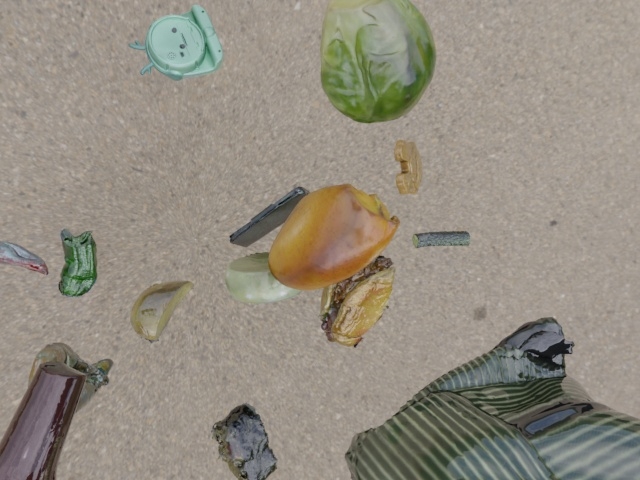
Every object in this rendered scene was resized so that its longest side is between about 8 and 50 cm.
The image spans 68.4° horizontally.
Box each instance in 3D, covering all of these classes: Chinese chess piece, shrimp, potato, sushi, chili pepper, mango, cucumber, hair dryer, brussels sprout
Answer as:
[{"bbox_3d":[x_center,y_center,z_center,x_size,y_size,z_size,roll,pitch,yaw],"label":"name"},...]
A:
[{"bbox_3d":[-0.150,0.098,1.317,0.238,0.238,0.092,-10,104,-15],"label":"Chinese chess piece"},{"bbox_3d":[-0.746,0.412,1.412,0.110,0.445,0.220,-10,82,-5],"label":"shrimp"},{"bbox_3d":[-0.543,0.201,1.561,0.138,0.098,0.243,20,57,10],"label":"potato"},{"bbox_3d":[-0.199,0.516,1.187,0.115,0.147,0.212,-26,117,-30],"label":"sushi"},{"bbox_3d":[-0.579,0.027,0.876,0.153,0.041,0.050,17,45,-2],"label":"chili pepper"},{"bbox_3d":[0.000,0.000,1.048,0.201,0.350,0.199,55,34,-3],"label":"mango"},{"bbox_3d":[0.408,-0.004,1.599,0.187,0.058,0.058,-2,91,-1],"label":"cucumber"},{"bbox_3d":[-0.412,0.279,0.462,0.123,0.340,0.312,11,81,25],"label":"hair dryer"},{"bbox_3d":[-0.624,0.056,1.216,0.098,0.061,0.224,20,120,-8],"label":"chili pepper"},{"bbox_3d":[0.080,-0.257,0.656,0.162,0.143,0.180,-3,136,6],"label":"brussels sprout"}]

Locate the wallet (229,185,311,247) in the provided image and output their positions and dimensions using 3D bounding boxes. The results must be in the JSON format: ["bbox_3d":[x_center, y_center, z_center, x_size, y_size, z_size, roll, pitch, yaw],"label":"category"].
[{"bbox_3d":[-0.170,-0.079,1.652,0.318,0.172,0.045,-33,75,10],"label":"wallet"}]

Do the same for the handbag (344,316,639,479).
[{"bbox_3d":[0.185,0.246,0.358,0.240,0.247,0.340,-30,116,-11],"label":"handbag"}]

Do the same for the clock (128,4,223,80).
[{"bbox_3d":[-0.357,-0.478,1.165,0.211,0.066,0.159,-25,91,-15],"label":"clock"}]

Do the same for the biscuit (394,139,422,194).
[{"bbox_3d":[0.243,-0.194,1.267,0.040,0.236,0.143,5,100,25],"label":"biscuit"}]

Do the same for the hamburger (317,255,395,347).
[{"bbox_3d":[0.095,0.153,1.337,0.282,0.155,0.245,-38,135,-3],"label":"hamburger"}]
